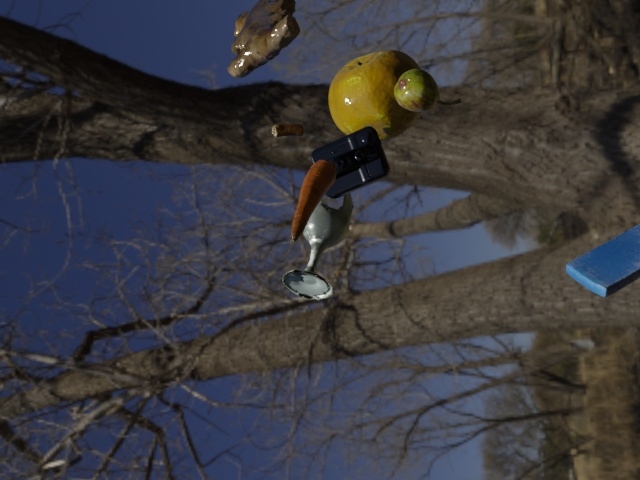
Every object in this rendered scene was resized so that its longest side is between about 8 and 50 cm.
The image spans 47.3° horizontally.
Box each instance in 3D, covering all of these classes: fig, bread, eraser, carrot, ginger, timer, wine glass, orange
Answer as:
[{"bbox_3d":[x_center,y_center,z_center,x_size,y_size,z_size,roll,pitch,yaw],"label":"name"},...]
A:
[{"bbox_3d":[0.245,-0.315,1.603,0.093,0.166,0.093,-162,90,-77],"label":"fig"},{"bbox_3d":[-0.091,-0.305,2.026,0.047,0.083,0.036,-121,30,-61],"label":"bread"},{"bbox_3d":[0.846,0.052,2.040,0.311,0.144,0.043,-25,-49,-22],"label":"eraser"},{"bbox_3d":[-0.024,-0.087,1.527,0.257,0.061,0.061,-63,-35,-42],"label":"carrot"},{"bbox_3d":[-0.108,-0.382,1.365,0.080,0.166,0.333,36,-160,-27],"label":"ginger"},{"bbox_3d":[0.077,-0.203,1.915,0.144,0.187,0.055,70,-165,11],"label":"timer"},{"bbox_3d":[0.000,0.000,2.014,0.143,0.143,0.321,61,-144,-50],"label":"wine glass"},{"bbox_3d":[0.161,-0.395,2.018,0.235,0.278,0.279,61,-151,-25],"label":"orange"}]
